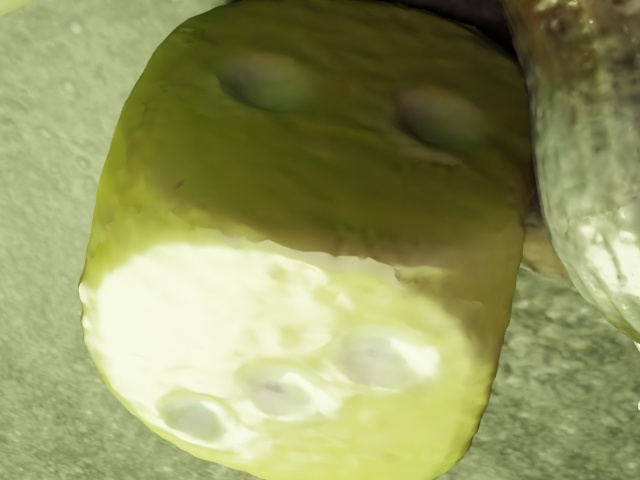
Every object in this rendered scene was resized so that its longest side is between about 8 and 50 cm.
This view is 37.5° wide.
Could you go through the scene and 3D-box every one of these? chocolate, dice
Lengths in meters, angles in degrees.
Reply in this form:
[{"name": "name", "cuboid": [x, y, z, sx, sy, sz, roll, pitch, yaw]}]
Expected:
[{"name": "chocolate", "cuboid": [0.112, -0.071, 0.323, 0.110, 0.110, 0.248, -19, 91, 32]}, {"name": "dice", "cuboid": [0.000, 0.000, 0.433, 0.169, 0.169, 0.166, 13, 135, 6]}]

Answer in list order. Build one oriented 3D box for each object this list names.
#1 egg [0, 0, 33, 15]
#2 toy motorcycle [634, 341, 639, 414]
[{"name": "egg", "cuboid": [-0.145, -0.170, 0.281, 0.269, 0.219, 0.219, -27, 120, 35]}, {"name": "toy motorcycle", "cuboid": [0.209, 0.038, 0.414, 0.150, 0.102, 0.221, -40, 75, 50]}]
